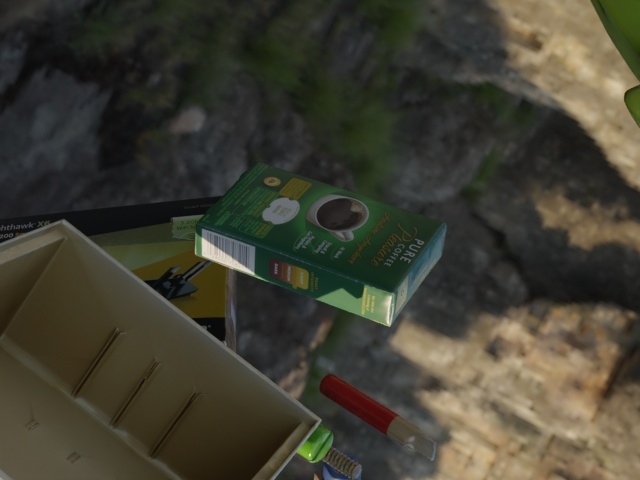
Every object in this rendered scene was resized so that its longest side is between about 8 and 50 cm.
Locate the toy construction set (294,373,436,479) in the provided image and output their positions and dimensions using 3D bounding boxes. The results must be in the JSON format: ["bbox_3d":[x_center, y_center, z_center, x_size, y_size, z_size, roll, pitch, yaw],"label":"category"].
[{"bbox_3d":[0.039,0.319,1.386,0.257,0.237,0.308,-5,118,-55],"label":"toy construction set"}]

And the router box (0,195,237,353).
[{"bbox_3d":[-0.250,0.069,1.641,0.243,0.309,0.081,-94,176,-47],"label":"router box"}]

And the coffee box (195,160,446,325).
[{"bbox_3d":[0.000,0.000,1.197,0.113,0.184,0.040,-51,153,-48],"label":"coffee box"}]

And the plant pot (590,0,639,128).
[{"bbox_3d":[0.269,-0.147,0.823,0.227,0.228,0.207,27,49,-64],"label":"plant pot"}]

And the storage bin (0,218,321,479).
[{"bbox_3d":[-0.167,0.129,1.025,0.123,0.262,0.260,-53,175,16],"label":"storage bin"}]
